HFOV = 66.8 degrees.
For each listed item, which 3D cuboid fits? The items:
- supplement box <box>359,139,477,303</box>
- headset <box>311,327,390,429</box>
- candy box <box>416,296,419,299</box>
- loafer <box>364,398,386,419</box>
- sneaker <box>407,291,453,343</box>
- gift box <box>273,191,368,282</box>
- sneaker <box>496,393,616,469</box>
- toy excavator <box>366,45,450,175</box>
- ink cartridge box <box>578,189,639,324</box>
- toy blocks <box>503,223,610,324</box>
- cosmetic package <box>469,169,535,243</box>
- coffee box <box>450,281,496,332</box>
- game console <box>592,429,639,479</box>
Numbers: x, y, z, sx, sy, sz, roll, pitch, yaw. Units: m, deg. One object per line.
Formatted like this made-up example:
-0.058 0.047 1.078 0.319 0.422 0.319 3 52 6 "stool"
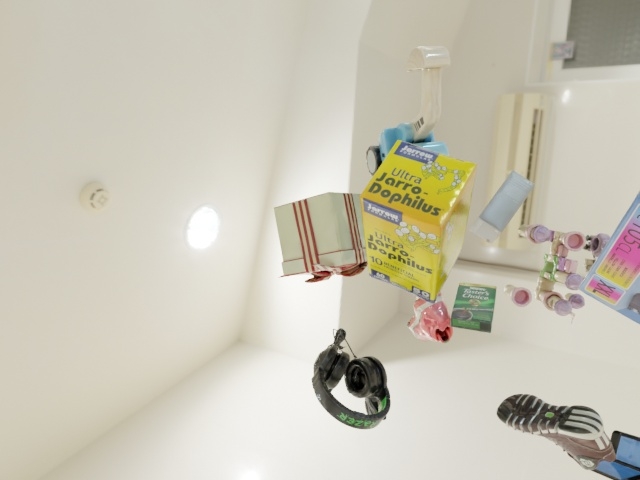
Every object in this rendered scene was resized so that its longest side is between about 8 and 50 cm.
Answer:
0.236 -0.034 1.188 0.195 0.194 0.356 -56 -26 -25 "supplement box"
0.076 0.432 1.534 0.185 0.243 0.394 -61 19 26 "headset"
0.526 0.275 2.364 0.053 0.109 0.186 -43 -23 -12 "candy box"
0.186 0.530 1.700 0.076 0.078 0.223 -29 -67 -38 "loafer"
0.360 0.284 1.561 0.116 0.136 0.314 -24 -31 -4 "sneaker"
0.000 0.000 1.530 0.276 0.255 0.258 -8 -95 -51 "gift box"
0.561 0.469 1.158 0.106 0.281 0.162 -39 -81 -23 "sneaker"
0.311 -0.318 1.526 0.222 0.445 0.432 -7 -97 -13 "toy excavator"
0.660 0.068 0.746 0.151 0.395 0.270 -42 -31 -27 "ink cartridge box"
0.804 0.103 1.574 0.260 0.309 0.288 -77 -3 -84 "toy blocks"
0.648 -0.117 1.736 0.238 0.107 0.127 -47 -14 -17 "cosmetic package"
0.440 0.187 1.389 0.184 0.113 0.040 -50 -40 -53 "coffee box"
0.750 0.538 1.212 0.085 0.144 0.124 25 -102 -11 "game console"
